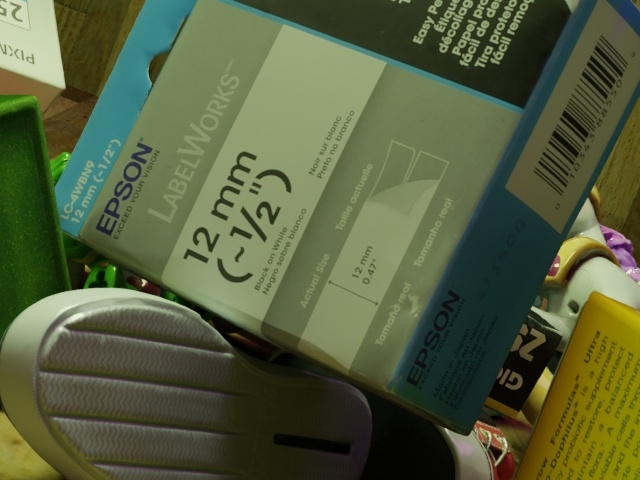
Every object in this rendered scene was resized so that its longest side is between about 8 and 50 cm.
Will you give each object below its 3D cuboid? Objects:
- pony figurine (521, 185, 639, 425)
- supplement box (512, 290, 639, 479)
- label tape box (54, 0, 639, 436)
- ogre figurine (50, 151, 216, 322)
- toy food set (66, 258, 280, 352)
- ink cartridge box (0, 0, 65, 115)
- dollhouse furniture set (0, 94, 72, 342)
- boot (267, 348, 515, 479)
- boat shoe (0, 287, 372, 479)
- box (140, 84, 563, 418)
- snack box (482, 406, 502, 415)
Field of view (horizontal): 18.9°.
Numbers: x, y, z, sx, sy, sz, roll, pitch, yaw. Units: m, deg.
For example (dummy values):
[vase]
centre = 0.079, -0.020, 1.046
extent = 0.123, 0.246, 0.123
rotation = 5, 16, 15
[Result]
[pony figurine]
centre = 0.273, 0.082, 1.519
extent = 0.351, 0.303, 0.363
rotation = 34, 26, -20
[supplement box]
centre = 0.236, 0.182, 0.854
extent = 0.194, 0.195, 0.356
rotation = 19, 7, -21
[label tape box]
centre = -0.017, -0.074, 1.104
extent = 0.347, 0.249, 0.115
rotation = 24, -4, 32
[ogre figurine]
centre = -0.124, 0.040, 1.259
extent = 0.118, 0.097, 0.197
rotation = 37, 4, -45
[toy food set]
centre = -0.173, 0.016, 1.482
extent = 0.219, 0.092, 0.306
rotation = 24, -1, 43
[ink cartridge box]
centre = -0.371, -0.164, 1.723
extent = 0.296, 0.066, 0.261
rotation = 17, 44, -33
[dollhouse furniture set]
centre = -0.306, 0.019, 1.052
extent = 0.197, 0.151, 0.301
rotation = 2, 14, 29
[boot]
centre = 0.085, 0.139, 1.228
extent = 0.176, 0.088, 0.244
rotation = 19, 3, -29
[boat shoe]
centre = -0.085, 0.096, 1.055
extent = 0.094, 0.109, 0.302
rotation = 6, -12, 34
[box]
centre = 0.000, 0.000, 1.420
extent = 0.257, 0.079, 0.322
rotation = 29, 5, -24
[snack box]
centre = 0.006, 0.065, 1.683
extent = 0.322, 0.060, 0.187
rotation = 25, 8, 28
